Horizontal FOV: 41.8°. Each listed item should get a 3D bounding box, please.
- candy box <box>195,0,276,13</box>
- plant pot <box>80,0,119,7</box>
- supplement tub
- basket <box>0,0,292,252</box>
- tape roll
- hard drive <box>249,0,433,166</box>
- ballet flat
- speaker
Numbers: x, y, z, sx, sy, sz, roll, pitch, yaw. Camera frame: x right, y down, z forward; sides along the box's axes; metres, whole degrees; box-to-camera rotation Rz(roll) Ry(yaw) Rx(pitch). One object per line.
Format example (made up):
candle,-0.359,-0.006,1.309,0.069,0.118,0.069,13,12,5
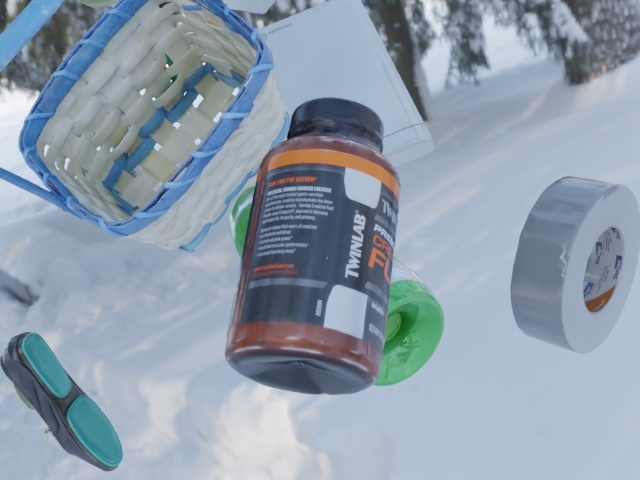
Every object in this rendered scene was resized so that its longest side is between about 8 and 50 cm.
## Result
candy box,-0.149,-0.419,1.144,0.165,0.196,0.070,-4,-19,-39
plant pot,-0.182,-0.403,0.943,0.294,0.274,0.275,-31,10,20
supplement tub,0.000,0.000,0.584,0.106,0.197,0.106,7,-24,3
basket,-0.168,-0.125,0.746,0.201,0.289,0.254,36,82,24
tape roll,0.329,0.030,1.071,0.072,0.219,0.219,16,32,41
hard drive,0.015,-0.250,1.415,0.233,0.047,0.353,-22,59,1
ballet flat,-0.321,0.203,1.023,0.074,0.203,0.074,-32,11,7
speaker,0.007,0.034,0.945,0.131,0.131,0.296,-21,37,-23
